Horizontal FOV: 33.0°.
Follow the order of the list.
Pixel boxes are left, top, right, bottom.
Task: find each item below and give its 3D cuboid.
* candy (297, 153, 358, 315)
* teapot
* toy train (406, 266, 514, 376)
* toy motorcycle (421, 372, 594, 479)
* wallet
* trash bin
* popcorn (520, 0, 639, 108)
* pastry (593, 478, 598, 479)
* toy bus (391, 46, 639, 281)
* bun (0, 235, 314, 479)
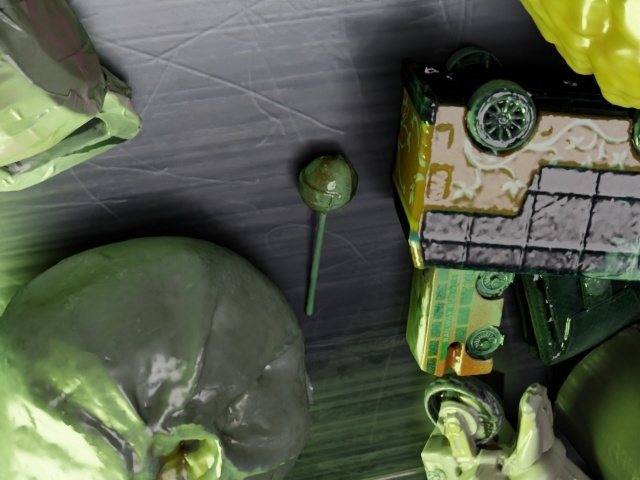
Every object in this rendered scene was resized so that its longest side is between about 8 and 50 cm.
[{"bbox_3d":[0.000,0.000,1.114,0.061,0.061,0.202,-3,129,-14],"label":"candy"},{"bbox_3d":[-0.279,-0.133,0.909,0.178,0.221,0.163,-30,85,14],"label":"teapot"},{"bbox_3d":[0.150,0.060,1.174,0.099,0.072,0.188,-2,121,-8],"label":"toy train"},{"bbox_3d":[0.232,0.293,1.269,0.223,0.108,0.340,8,130,30],"label":"toy motorcycle"},{"bbox_3d":[0.286,0.018,1.200,0.160,0.055,0.236,-24,123,-9],"label":"wallet"},{"bbox_3d":[0.423,0.246,1.205,0.203,0.301,0.252,-21,131,-13],"label":"trash bin"},{"bbox_3d":[0.292,-0.258,0.829,0.354,0.390,0.344,9,130,-3],"label":"popcorn"},{"bbox_3d":[0.426,0.451,1.437,0.356,0.164,0.355,-6,116,-14],"label":"pastry"},{"bbox_3d":[0.236,-0.067,1.033,0.324,0.162,0.194,4,113,-6],"label":"toy bus"},{"bbox_3d":[-0.169,0.164,1.069,0.355,0.194,0.354,-8,122,-14],"label":"bun"}]
